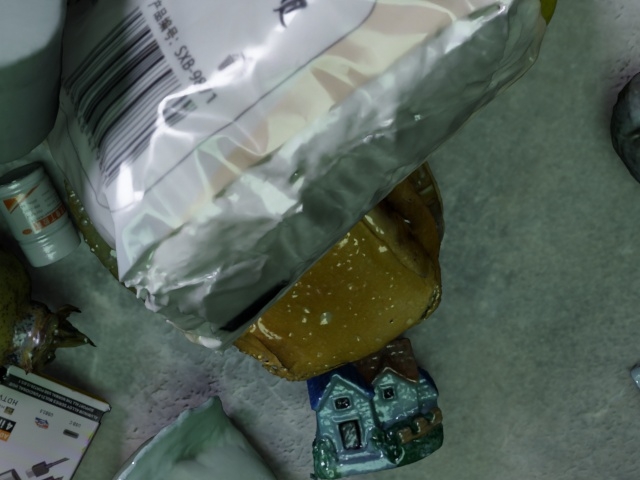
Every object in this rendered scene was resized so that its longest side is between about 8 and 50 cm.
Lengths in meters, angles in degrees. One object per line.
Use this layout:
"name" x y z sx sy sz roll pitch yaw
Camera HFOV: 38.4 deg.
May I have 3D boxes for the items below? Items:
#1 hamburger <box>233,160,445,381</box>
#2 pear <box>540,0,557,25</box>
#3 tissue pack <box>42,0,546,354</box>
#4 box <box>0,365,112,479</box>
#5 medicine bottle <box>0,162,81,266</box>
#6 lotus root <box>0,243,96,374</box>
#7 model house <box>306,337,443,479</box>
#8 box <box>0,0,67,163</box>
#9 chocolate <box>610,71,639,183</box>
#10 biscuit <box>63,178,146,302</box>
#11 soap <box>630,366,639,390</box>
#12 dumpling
"hamburger" 0.000 0.000 0.867 0.244 0.163 0.244 -1 122 -2
"pear" 0.147 -0.226 0.806 0.141 0.104 0.141 -3 116 -6
"tissue pack" -0.065 -0.157 0.689 0.390 0.376 0.195 -38 148 12
"box" -0.327 0.255 0.946 0.129 0.033 0.247 32 79 -37
"medicine bottle" -0.277 -0.026 0.893 0.057 0.057 0.089 -19 113 5
"lotus root" -0.353 0.062 0.875 0.278 0.154 0.154 24 110 -5
"model house" 0.047 0.152 0.964 0.148 0.119 0.149 -12 106 2
"box" -0.366 -0.226 0.599 0.396 0.396 0.111 3 141 -15
"chocolate" 0.365 -0.065 0.887 0.110 0.110 0.248 -34 114 11
"biscuit" -0.177 -0.050 0.898 0.141 0.038 0.290 -3 112 -1
"soap" 0.458 0.151 1.005 0.198 0.066 0.119 -32 113 10
"dumpling" -0.158 0.355 0.998 0.270 0.211 0.321 -34 100 -28
